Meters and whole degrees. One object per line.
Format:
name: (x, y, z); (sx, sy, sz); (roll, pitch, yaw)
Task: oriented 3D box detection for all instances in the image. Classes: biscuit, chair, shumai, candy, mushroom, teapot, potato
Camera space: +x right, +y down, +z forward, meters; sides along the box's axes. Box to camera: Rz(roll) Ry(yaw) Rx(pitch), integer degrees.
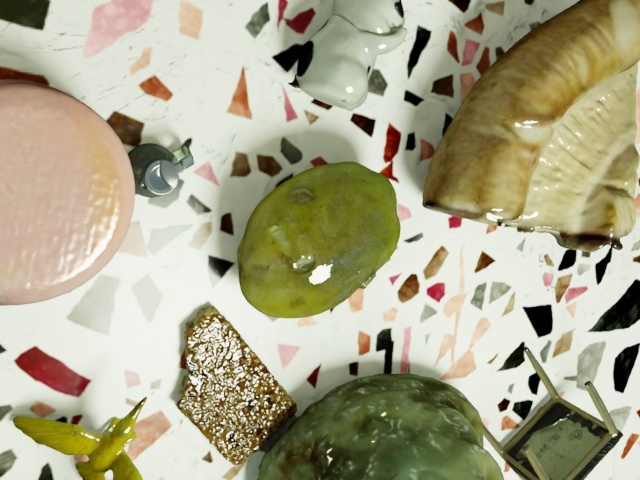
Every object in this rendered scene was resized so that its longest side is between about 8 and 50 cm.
biscuit: (-0.134, 0.209, 1.128); (0.131, 0.026, 0.237); (-43, 123, -13)
chair: (0.412, 0.353, 1.412); (0.188, 0.166, 0.272); (-42, 122, -11)
shumai: (0.132, 0.392, 1.167); (0.397, 0.323, 0.324); (7, 102, -27)
candy: (-0.333, -0.046, 0.883); (0.255, 0.094, 0.255); (-10, 111, -27)
mushroom: (0.324, -0.200, 1.174); (0.313, 0.224, 0.398); (11, 93, -18)
teapot: (-0.191, -0.086, 0.976); (0.088, 0.057, 0.066); (-31, 120, -17)
potato: (0.001, 0.001, 1.068); (0.228, 0.148, 0.197); (-13, 127, -29)

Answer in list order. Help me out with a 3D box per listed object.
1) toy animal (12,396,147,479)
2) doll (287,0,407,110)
toy animal: (-0.269, 0.253, 1.027); (0.219, 0.095, 0.155); (37, 86, -3)
doll: (0.044, -0.253, 1.028); (0.106, 0.110, 0.181); (33, 90, 5)
